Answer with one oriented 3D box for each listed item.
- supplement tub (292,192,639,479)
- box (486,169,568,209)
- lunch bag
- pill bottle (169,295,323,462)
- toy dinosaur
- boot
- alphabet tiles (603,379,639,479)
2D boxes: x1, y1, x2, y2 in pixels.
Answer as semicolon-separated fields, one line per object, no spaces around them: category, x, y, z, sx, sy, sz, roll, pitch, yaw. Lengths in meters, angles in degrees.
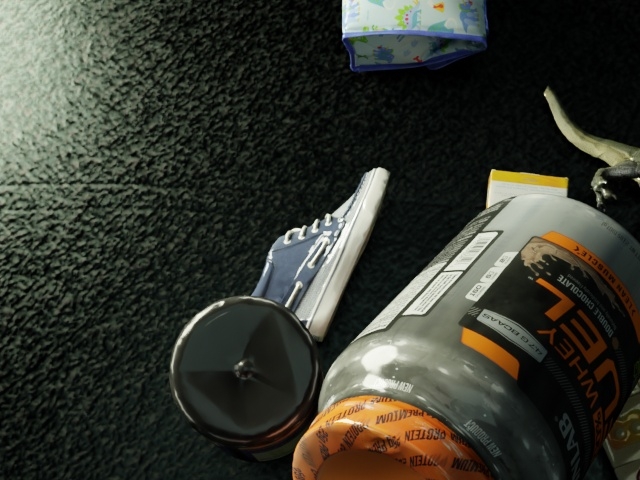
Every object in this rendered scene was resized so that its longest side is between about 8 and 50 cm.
supplement tub;0.136;0.117;0.805;0.207;0.207;0.338;37;45;12
box;0.208;-0.002;1.003;0.081;0.028;0.136;7;75;4
lunch bag;0.102;-0.257;1.051;0.151;0.096;0.129;-4;72;11
pill bottle;-0.057;0.132;0.868;0.122;0.219;0.123;0;73;1
toy dinosaur;0.334;-0.062;0.999;0.268;0.064;0.118;26;56;12
boot;0.000;0.000;0.986;0.086;0.069;0.190;23;76;6
alphabet tiles;0.421;0.124;0.907;0.342;0.011;0.285;-24;66;10
